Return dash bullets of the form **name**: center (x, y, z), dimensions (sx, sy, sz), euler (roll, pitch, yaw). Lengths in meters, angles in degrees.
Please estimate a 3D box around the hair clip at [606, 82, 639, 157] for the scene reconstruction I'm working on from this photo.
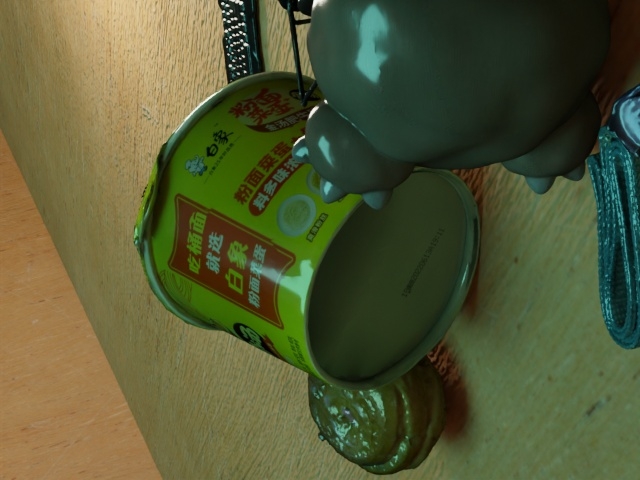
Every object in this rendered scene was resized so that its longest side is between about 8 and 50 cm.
- **hair clip**: center (0.275, -0.138, 0.516), dimensions (0.137, 0.090, 0.278), euler (63, 150, 8)

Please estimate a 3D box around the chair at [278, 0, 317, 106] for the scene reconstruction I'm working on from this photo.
- **chair**: center (0.027, -0.261, 0.871), dimensions (0.145, 0.140, 0.221), euler (137, 117, -68)

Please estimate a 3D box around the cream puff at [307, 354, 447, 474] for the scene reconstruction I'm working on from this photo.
- **cream puff**: center (0.071, 0.183, 1.089), dimensions (0.189, 0.129, 0.189), euler (27, 125, 47)

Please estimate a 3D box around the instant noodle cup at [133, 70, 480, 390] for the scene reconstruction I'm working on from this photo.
- **instant noodle cup**: center (0.000, 0.000, 0.941), dimensions (0.221, 0.311, 0.311), euler (28, 132, 43)

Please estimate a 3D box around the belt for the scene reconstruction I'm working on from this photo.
- **belt**: center (0.245, 0.000, 0.689), dimensions (0.100, 0.065, 0.179), euler (-152, 48, -69)

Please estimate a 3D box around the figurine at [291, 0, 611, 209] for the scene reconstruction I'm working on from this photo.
- **figurine**: center (0.097, -0.215, 0.680), dimensions (0.203, 0.248, 0.380), euler (-150, 55, -74)

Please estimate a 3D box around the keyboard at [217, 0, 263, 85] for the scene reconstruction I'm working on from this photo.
- **keyboard**: center (-0.111, -0.290, 1.274), dimensions (0.106, 0.016, 0.262), euler (37, 139, 51)
